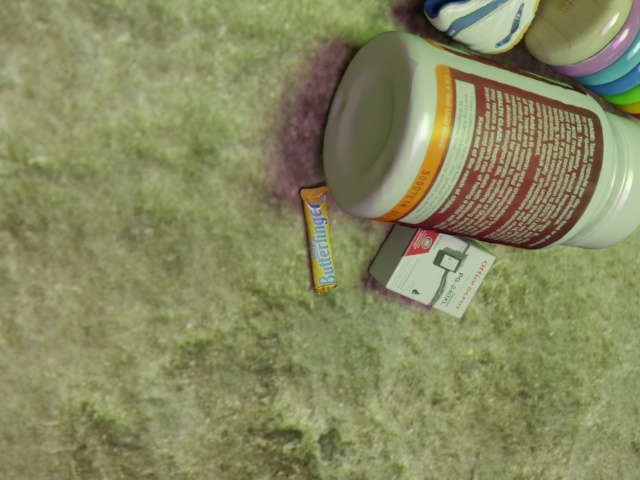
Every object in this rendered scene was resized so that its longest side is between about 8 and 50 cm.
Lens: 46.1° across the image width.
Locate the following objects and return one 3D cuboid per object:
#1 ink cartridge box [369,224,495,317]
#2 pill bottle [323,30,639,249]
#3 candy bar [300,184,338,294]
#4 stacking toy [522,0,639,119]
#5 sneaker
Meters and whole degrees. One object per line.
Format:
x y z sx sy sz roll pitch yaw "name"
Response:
0.164 0.035 1.093 0.150 0.063 0.109 23 101 -29 "ink cartridge box"
0.222 -0.108 0.964 0.392 0.224 0.224 10 107 -26 "pill bottle"
0.000 0.000 1.035 0.040 0.018 0.162 -14 116 -17 "candy bar"
0.412 -0.229 0.997 0.330 0.141 0.141 24 101 -38 "stacking toy"
0.222 -0.375 0.889 0.131 0.112 0.297 10 105 -33 "sneaker"
